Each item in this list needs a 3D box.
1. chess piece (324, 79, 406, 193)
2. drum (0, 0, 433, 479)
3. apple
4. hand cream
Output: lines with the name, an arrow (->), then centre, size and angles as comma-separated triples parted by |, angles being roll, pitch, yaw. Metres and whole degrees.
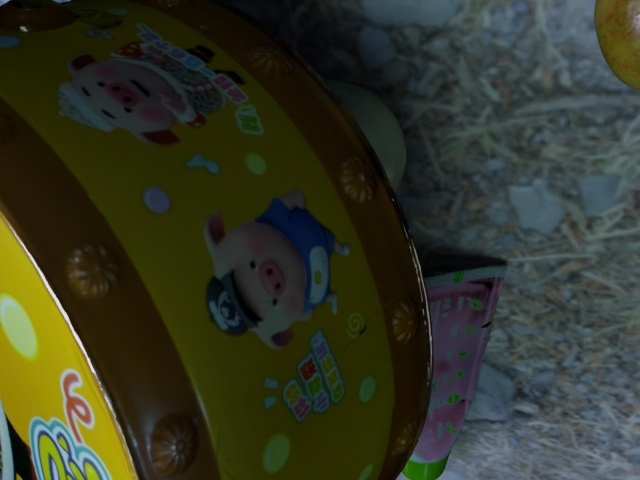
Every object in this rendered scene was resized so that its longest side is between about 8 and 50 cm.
chess piece -> 0.000, 0.000, 0.631 | 0.144, 0.144, 0.251 | 15, 129, 8
drum -> -0.152, 0.061, 0.561 | 0.431, 0.214, 0.431 | 21, 124, 36
apple -> 0.188, -0.122, 0.463 | 0.084, 0.084, 0.071 | 39, 151, -17
hand cream -> 0.101, 0.123, 0.755 | 0.050, 0.079, 0.275 | 40, 145, 34
